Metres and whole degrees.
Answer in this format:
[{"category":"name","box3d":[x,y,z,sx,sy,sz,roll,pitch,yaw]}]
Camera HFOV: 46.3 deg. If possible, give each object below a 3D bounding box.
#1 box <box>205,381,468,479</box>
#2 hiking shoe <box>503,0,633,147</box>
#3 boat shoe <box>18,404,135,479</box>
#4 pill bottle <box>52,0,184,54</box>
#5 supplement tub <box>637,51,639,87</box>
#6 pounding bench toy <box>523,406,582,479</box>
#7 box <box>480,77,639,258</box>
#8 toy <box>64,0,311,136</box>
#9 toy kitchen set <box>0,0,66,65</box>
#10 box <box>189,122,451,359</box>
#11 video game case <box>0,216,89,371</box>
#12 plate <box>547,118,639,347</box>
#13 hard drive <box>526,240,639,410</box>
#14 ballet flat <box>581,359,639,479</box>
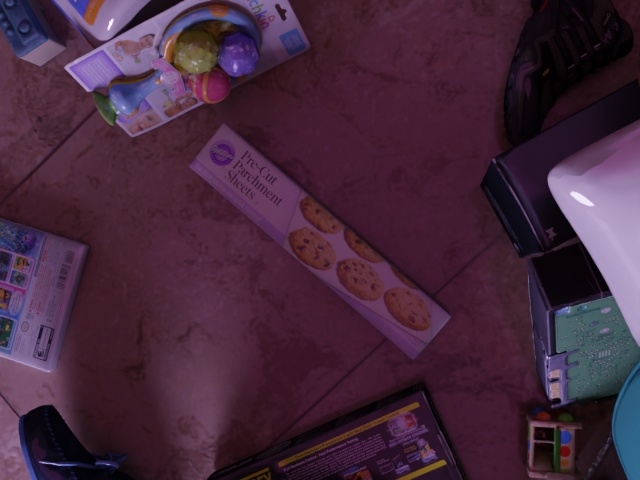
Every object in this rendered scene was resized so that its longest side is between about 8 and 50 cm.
[{"category":"box","box3d":[0.035,0.307,0.811,0.270,0.060,0.216,-26,85,6]},{"category":"hiking shoe","box3d":[0.262,-0.198,0.777,0.114,0.086,0.227,17,90,11]},{"category":"boat shoe","box3d":[-0.241,0.289,0.841,0.089,0.109,0.258,-28,102,-1]},{"category":"pill bottle","box3d":[-0.262,-0.338,0.820,0.152,0.152,0.272,-42,84,5]},{"category":"supplement tub","box3d":[0.300,-0.150,0.531,0.105,0.198,0.106,-1,85,9]},{"category":"pounding bench toy","box3d":[0.241,0.210,0.771,0.052,0.083,0.065,2,90,8]},{"category":"box","box3d":[0.296,-0.088,0.720,0.261,0.184,0.103,-29,85,6]},{"category":"toy","box3d":[-0.132,-0.184,0.803,0.237,0.137,0.056,-23,59,8]},{"category":"toy kitchen set","box3d":[-0.434,-0.245,0.856,0.207,0.122,0.166,-31,85,6]},{"category":"box","box3d":[0.000,0.000,0.820,0.324,0.063,0.067,41,93,7]},{"category":"video game case","box3d":[-0.362,0.060,0.892,0.143,0.019,0.157,16,92,8]},{"category":"plate","box3d":[0.331,-0.021,0.515,0.277,0.278,0.045,-28,44,18]},{"category":"hard drive","box3d":[0.366,0.049,0.689,0.338,0.237,0.064,-18,53,7]},{"category":"ballet flat","box3d":[0.310,0.225,0.634,0.181,0.483,0.164,-2,44,-11]}]
